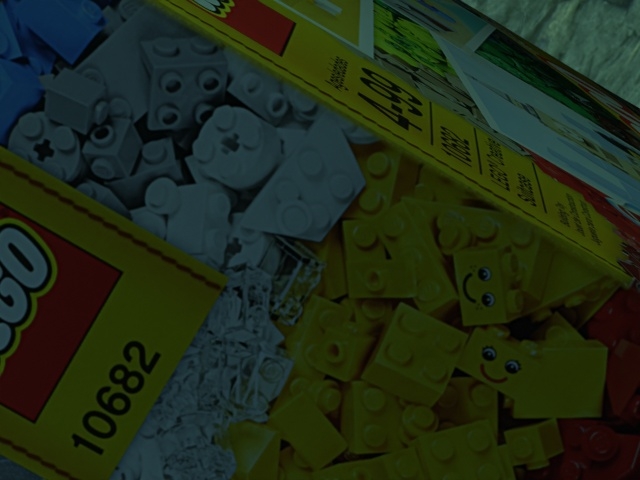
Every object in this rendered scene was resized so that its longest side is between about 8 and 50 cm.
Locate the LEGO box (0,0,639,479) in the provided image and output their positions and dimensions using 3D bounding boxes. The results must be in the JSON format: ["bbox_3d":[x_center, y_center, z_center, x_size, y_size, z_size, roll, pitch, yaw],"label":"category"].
[{"bbox_3d":[0.000,0.000,0.765,0.193,0.372,0.500,-59,-174,13],"label":"LEGO box"}]
